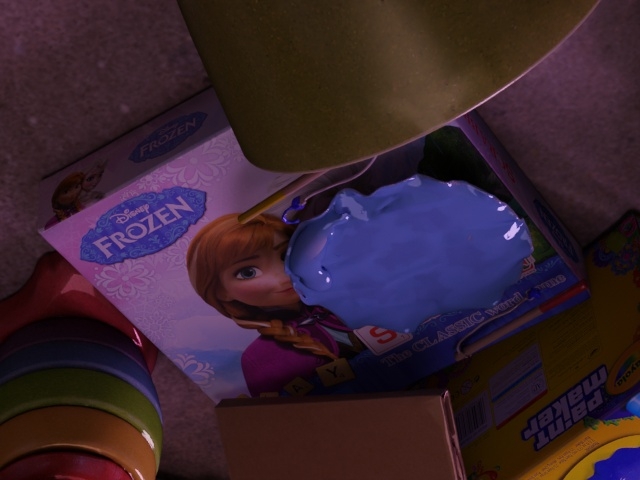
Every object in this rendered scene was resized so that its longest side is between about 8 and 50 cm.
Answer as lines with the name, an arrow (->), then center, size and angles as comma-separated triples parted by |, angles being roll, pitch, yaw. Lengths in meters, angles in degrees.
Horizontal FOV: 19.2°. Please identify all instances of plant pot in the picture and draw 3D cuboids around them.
plant pot -> -0.003, -0.239, 1.165 | 0.275, 0.275, 0.293 | -25, 115, 17

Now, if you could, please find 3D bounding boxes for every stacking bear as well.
stacking bear -> -0.203, 0.177, 1.479 | 0.175, 0.289, 0.164 | -31, 128, 21

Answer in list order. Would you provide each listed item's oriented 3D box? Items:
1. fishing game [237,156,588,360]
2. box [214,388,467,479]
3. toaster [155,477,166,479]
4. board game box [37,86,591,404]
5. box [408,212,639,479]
fishing game -> 0.066, 0.008, 1.432 | 0.264, 0.041, 0.189 | 29, 131, -35
box -> 0.023, 0.201, 1.530 | 0.201, 0.021, 0.164 | -5, 106, 25
toaster -> -0.162, 0.299, 1.715 | 0.168, 0.110, 0.186 | 17, 128, -19
board game box -> 0.000, 0.000, 1.488 | 0.318, 0.066, 0.318 | -28, 129, 19
box -> 0.266, 0.177, 1.601 | 0.279, 0.177, 0.290 | 31, 124, -29
